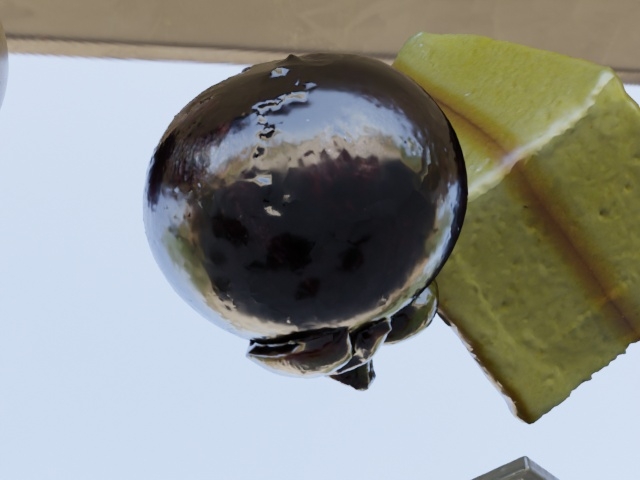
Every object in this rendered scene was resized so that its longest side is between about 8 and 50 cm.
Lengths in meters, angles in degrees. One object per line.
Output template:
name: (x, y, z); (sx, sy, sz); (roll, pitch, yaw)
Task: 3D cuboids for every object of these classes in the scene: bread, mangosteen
bread: (0.168, -0.055, 0.830); (0.233, 0.362, 0.245); (-38, -66, 7)
mangosteen: (0.000, 0.000, 0.559); (0.211, 0.211, 0.250); (-18, -63, 6)

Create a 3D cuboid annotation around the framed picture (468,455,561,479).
framed picture: (0.170, 0.257, 0.719); (0.150, 0.015, 0.203); (-34, -53, 26)

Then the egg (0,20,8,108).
egg: (-0.500, -0.168, 0.826); (0.373, 0.301, 0.301); (-20, -49, 5)
